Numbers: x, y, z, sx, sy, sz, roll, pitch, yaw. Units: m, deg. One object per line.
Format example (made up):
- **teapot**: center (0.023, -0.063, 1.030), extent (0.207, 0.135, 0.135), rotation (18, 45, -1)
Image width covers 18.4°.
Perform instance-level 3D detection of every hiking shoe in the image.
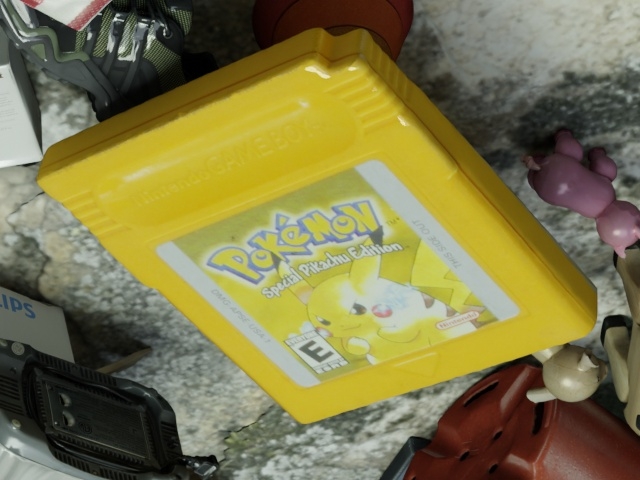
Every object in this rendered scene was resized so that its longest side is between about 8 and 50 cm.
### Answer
- **hiking shoe**: center (-0.152, -0.161, 1.408), extent (0.114, 0.086, 0.227), rotation (-40, 133, 7)

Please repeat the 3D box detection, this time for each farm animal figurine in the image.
- **farm animal figurine**: center (0.273, 0.063, 1.616), extent (0.330, 0.172, 0.327), rotation (-17, 135, 8)

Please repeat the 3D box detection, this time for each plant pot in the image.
- **plant pot**: center (0.225, 0.263, 1.749), extent (0.265, 0.272, 0.272), rotation (40, 119, -19)

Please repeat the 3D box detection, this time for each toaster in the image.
- **toaster**: center (-0.211, 0.183, 1.572), extent (0.227, 0.129, 0.146), rotation (22, 122, -33)

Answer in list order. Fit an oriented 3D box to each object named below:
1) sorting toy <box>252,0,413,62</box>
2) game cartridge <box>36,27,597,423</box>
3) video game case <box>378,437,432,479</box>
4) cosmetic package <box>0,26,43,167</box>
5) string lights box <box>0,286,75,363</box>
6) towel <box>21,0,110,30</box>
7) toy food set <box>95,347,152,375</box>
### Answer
- **sorting toy**: center (0.024, -0.037, 1.513), extent (0.127, 0.126, 0.365), rotation (-7, 134, -2)
- **game cartridge**: center (0.000, 0.000, 1.440), extent (0.285, 0.053, 0.323), rotation (-21, 132, 32)
- **video game case**: center (0.167, 0.285, 1.926), extent (0.274, 0.026, 0.196), rotation (13, 131, -22)
- **cosmetic package**: center (-0.332, -0.090, 1.450), extent (0.239, 0.060, 0.099), rotation (-10, 138, 2)
- **string lights box**: center (-0.341, 0.135, 1.648), extent (0.259, 0.077, 0.133), rotation (-38, 140, 27)
- **towel**: center (-0.196, -0.291, 1.207), extent (0.237, 0.037, 0.329), rotation (-39, 128, 22)
- **toy food set**: center (-0.229, 0.168, 1.691), extent (0.192, 0.038, 0.132), rotation (-38, 173, 26)
